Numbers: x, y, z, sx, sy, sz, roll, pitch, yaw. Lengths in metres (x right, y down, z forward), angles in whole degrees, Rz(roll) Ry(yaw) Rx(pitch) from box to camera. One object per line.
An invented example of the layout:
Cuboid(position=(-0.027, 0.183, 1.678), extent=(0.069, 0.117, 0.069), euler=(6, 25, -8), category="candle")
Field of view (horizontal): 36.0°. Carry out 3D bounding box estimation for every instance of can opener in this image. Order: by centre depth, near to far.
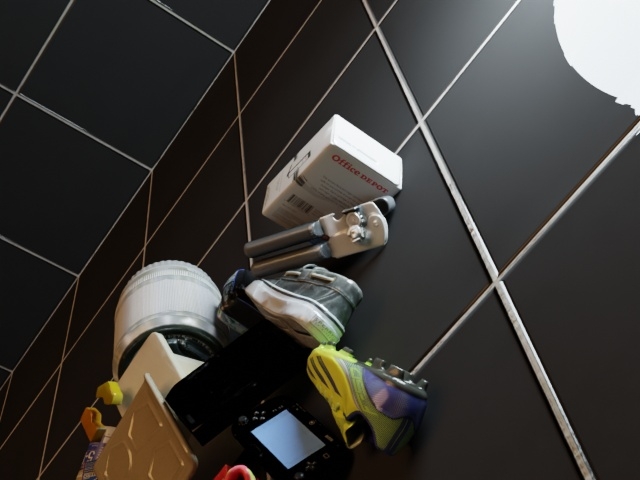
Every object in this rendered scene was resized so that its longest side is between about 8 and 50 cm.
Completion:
Cuboid(position=(0.000, 0.000, 1.637), extent=(0.280, 0.074, 0.093), euler=(-18, 3, 30), category="can opener")

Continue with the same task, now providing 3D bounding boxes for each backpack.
Cuboid(position=(-0.137, 0.114, 1.812), extent=(0.084, 0.105, 0.114), euler=(-48, 20, 26), category="backpack")

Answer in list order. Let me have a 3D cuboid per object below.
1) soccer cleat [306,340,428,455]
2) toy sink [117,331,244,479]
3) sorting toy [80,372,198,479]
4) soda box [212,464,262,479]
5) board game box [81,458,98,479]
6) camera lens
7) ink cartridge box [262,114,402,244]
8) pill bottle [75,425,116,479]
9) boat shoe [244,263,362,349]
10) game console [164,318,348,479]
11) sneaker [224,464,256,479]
Cuboid(position=(0.041, 0.211, 1.321), extent=(0.289, 0.093, 0.121), euler=(6, 70, 66), category="soccer cleat")
Cuboid(position=(-0.233, 0.293, 1.688), extent=(0.152, 0.131, 0.234), euler=(-55, 44, 13), category="toy sink")
Cuboid(position=(-0.301, 0.337, 1.616), extent=(0.307, 0.041, 0.229), euler=(48, 116, 45), category="sorting toy")
Cuboid(position=(-0.178, 0.466, 1.491), extent=(0.263, 0.083, 0.092), euler=(-51, 24, 21), category="soda box")
Cuboid(position=(-0.378, 0.483, 1.841), extent=(0.147, 0.045, 0.193), euler=(-11, 34, 4), category="board game box")
Cuboid(position=(-0.283, 0.185, 1.885), extent=(0.219, 0.219, 0.274), euler=(-54, 23, 16), category="camera lens")
Cuboid(position=(0.021, -0.092, 1.667), extent=(0.203, 0.148, 0.086), euler=(-43, 26, 35), category="ink cartridge box")
Cuboid(position=(-0.434, 0.481, 1.989), extent=(0.112, 0.112, 0.186), euler=(-32, 35, 50), category="pill bottle")
Cuboid(position=(-0.019, 0.100, 1.593), extent=(0.119, 0.121, 0.335), euler=(-44, 19, -14), category="boat shoe")
Cuboid(position=(-0.075, 0.251, 1.456), extent=(0.213, 0.044, 0.361), euler=(-37, 35, -16), category="game console")
Cuboid(position=(-0.133, 0.386, 1.303), extent=(0.208, 0.081, 0.094), euler=(-70, -21, -49), category="sneaker")
